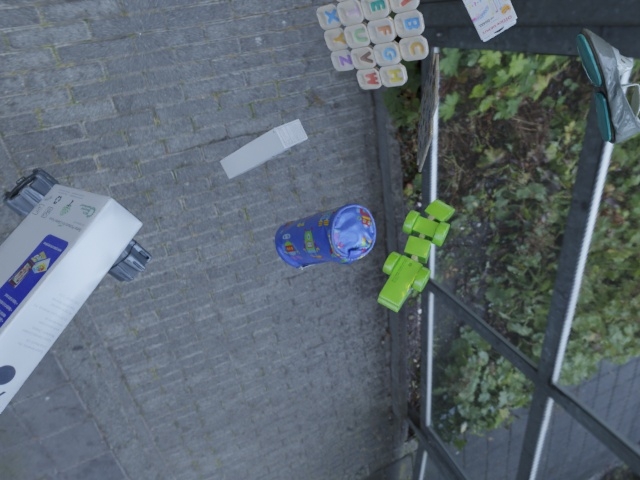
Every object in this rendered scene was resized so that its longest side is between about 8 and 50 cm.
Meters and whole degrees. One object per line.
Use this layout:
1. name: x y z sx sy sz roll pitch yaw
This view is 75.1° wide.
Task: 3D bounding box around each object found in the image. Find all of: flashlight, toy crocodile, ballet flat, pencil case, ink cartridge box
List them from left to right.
1. ink cartridge box: -0.374 0.082 0.502 0.332 0.165 0.065 -59 141 -21
2. flashlight: -0.526 -0.018 0.920 0.103 0.103 0.304 -9 135 28
3. pencil case: 0.000 0.000 0.982 0.119 0.306 0.133 -5 87 -31
4. toy crocodile: 0.259 0.034 1.125 0.340 0.115 0.105 -62 158 -12
5. ink cartridge box: 0.418 -0.577 1.031 0.092 0.090 0.143 -25 113 31
6. ballet flat: 0.502 -0.271 0.716 0.068 0.072 0.213 -22 112 21

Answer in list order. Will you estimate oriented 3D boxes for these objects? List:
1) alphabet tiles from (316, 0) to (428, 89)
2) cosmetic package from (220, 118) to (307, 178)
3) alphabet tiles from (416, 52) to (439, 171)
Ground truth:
1. alphabet tiles: 0.121 -0.513 1.030 0.021 0.278 0.284 -53 136 -32
2. cosmetic package: -0.153 -0.236 1.093 0.099 0.239 0.060 -35 104 -45
3. alphabet tiles: 0.337 -0.396 1.319 0.011 0.342 0.285 5 72 6
